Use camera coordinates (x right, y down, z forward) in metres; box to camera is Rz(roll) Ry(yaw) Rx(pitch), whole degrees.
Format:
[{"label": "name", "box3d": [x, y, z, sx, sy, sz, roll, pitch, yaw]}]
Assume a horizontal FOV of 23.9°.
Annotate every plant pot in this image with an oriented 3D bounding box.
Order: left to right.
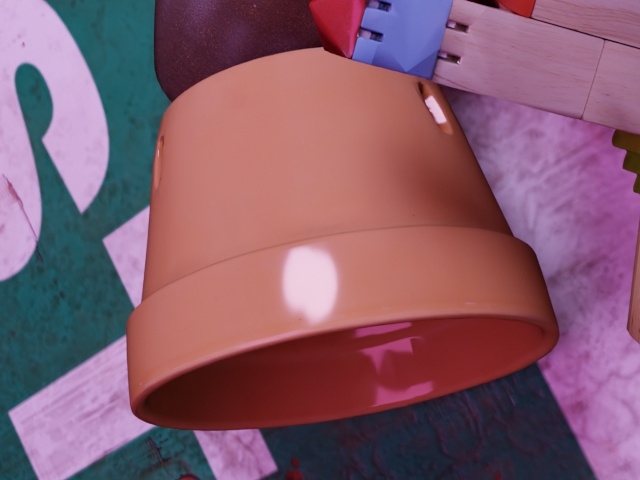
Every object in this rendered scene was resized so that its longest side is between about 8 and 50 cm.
[{"label": "plant pot", "box3d": [-0.030, -0.188, 1.071, 0.215, 0.215, 0.230, 52, 135, 16]}, {"label": "plant pot", "box3d": [0.000, 0.000, 1.040, 0.290, 0.291, 0.204, -23, 68, 35]}]

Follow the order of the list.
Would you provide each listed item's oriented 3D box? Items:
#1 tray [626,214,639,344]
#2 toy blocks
[{"label": "tray", "box3d": [0.286, -0.139, 0.781, 0.202, 0.076, 0.411, 4, 99, -3]}, {"label": "toy blocks", "box3d": [0.140, -0.222, 0.864, 0.191, 0.260, 0.382, -141, 65, -69]}]
